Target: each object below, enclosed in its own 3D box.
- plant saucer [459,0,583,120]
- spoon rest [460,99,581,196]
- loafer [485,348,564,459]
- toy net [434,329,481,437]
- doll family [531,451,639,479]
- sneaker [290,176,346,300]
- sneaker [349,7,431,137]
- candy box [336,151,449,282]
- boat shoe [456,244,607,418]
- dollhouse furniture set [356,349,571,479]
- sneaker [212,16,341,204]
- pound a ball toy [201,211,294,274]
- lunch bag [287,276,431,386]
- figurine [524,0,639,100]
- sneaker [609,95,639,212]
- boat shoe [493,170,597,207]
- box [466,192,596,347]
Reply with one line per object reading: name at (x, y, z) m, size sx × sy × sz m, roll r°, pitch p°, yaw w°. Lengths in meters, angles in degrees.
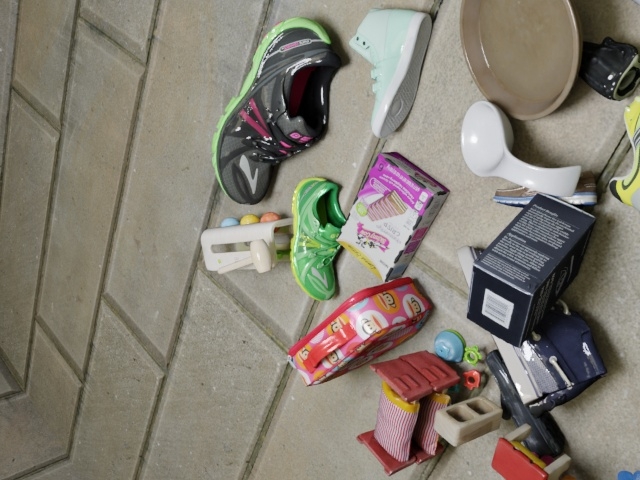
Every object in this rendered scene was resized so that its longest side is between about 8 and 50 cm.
plant saucer at (0.336, -0.341, 1.029) m, size 0.278 × 0.041 × 0.278 m, roll 55°, pitch 159°, yaw 32°
spoon rest at (0.325, -0.156, 1.073) m, size 0.276 × 0.084 × 0.137 m, roll -131°, pitch 39°, yaw -52°
loafer at (0.376, 0.317, 1.172) m, size 0.078 × 0.076 × 0.223 m, roll -37°, pitch 77°, yaw 32°
toy net at (0.281, 0.309, 1.282) m, size 0.122 × 0.045 × 0.232 m, roll 15°, pitch 110°, yaw 37°
doll family at (0.468, 0.488, 1.077) m, size 0.263 × 0.118 × 0.163 m, roll -3°, pitch 122°, yaw 42°
sneaker at (0.000, 0.000, 1.426) m, size 0.123 × 0.109 × 0.295 m, roll 2°, pitch 99°, yaw 46°
sneaker at (0.121, -0.347, 1.258) m, size 0.151 × 0.094 × 0.256 m, roll 24°, pitch 104°, yaw 30°
candy box at (0.149, -0.050, 1.309) m, size 0.159 × 0.071 × 0.233 m, roll 41°, pitch 124°, yaw 28°
boat shoe at (0.384, 0.137, 1.123) m, size 0.158 × 0.127 × 0.340 m, roll -25°, pitch 65°, yaw 11°
dollhouse furniture set at (0.244, 0.390, 1.142) m, size 0.374 × 0.152 × 0.201 m, roll 35°, pitch 126°, yaw 50°
sneaker at (-0.105, -0.267, 1.421) m, size 0.202 × 0.185 × 0.483 m, roll 47°, pitch 127°, yaw 30°
pound a ball toy at (-0.182, 0.003, 1.524) m, size 0.319 × 0.208 × 0.135 m, roll -5°, pitch 95°, yaw 43°
lunch bag at (0.070, 0.204, 1.301) m, size 0.293 × 0.258 × 0.120 m, roll -45°, pitch 69°, yaw 37°
figurine at (0.447, -0.367, 0.975) m, size 0.209 × 0.092 × 0.215 m, roll 45°, pitch 124°, yaw 31°
sneaker at (0.528, -0.212, 0.890) m, size 0.147 × 0.145 × 0.384 m, roll 20°, pitch 110°, yaw 37°
boat shoe at (0.398, -0.093, 1.089) m, size 0.183 × 0.066 × 0.066 m, roll 2°, pitch 88°, yaw 39°
box at (0.350, 0.048, 1.025) m, size 0.108 × 0.207 × 0.153 m, roll 31°, pitch 148°, yaw 31°
